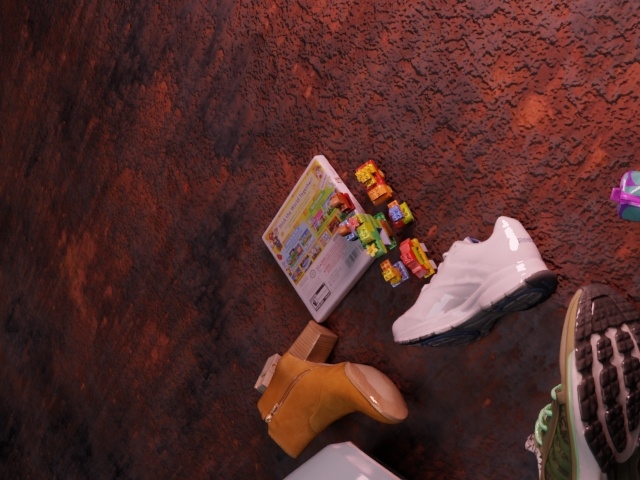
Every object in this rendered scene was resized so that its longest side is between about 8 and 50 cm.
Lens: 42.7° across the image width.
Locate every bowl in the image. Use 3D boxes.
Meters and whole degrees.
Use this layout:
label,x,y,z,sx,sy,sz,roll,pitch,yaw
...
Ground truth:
label,x,y,z,sx,sy,sz,roll,pitch,yaw
bowl,0.073,0.438,1.304,0.312,0.311,0.163,29,81,39

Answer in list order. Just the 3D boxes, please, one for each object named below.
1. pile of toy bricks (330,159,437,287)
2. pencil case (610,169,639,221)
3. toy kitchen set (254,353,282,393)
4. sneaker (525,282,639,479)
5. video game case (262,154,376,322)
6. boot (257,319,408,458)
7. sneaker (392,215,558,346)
label,x,y,z,sx,sy,sz,roll,pitch,yaw
pile of toy bricks,0.081,-0.018,1.280,0.118,0.105,0.212,-35,72,24
pencil case,0.427,-0.041,0.960,0.152,0.070,0.064,18,111,44
toy kitchen set,-0.066,0.269,1.570,0.083,0.075,0.068,38,140,-16
sneaker,0.332,0.258,1.083,0.182,0.158,0.410,6,99,58
video game case,0.000,0.000,1.448,0.206,0.026,0.227,55,133,22
boot,0.011,0.294,1.406,0.295,0.104,0.211,39,105,47
sneaker,0.214,0.073,1.204,0.297,0.111,0.129,-37,56,40
